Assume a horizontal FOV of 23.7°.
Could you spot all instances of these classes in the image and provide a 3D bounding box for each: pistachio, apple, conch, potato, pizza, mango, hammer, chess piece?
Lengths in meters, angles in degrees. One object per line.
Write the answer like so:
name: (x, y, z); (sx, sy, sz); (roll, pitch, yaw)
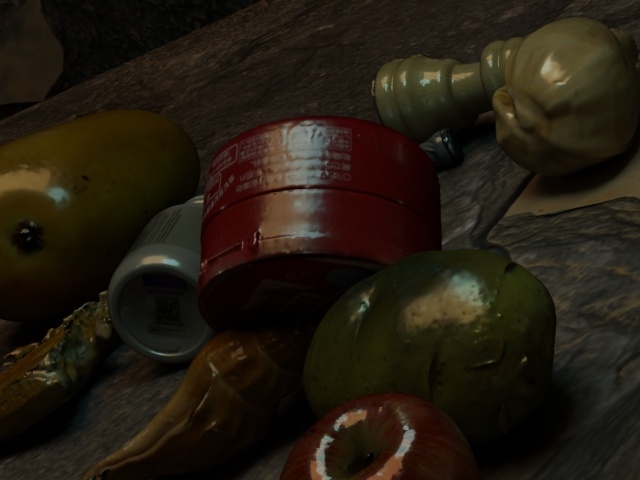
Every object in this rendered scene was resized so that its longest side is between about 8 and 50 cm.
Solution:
pistachio: (0.266, -0.153, 1.600); (0.157, 0.157, 0.229); (-17, 16, 30)
apple: (0.042, 0.183, 1.034); (0.146, 0.131, 0.146); (-17, 33, 11)
conch: (-0.112, 0.171, 1.378); (0.330, 0.093, 0.109); (-43, 32, 22)
potato: (0.086, 0.090, 1.210); (0.248, 0.143, 0.169); (-21, 21, 48)
pizza: (-0.303, 0.140, 1.742); (0.189, 0.071, 0.297); (-35, 12, 20)
mango: (-0.323, -0.048, 2.035); (0.300, 0.232, 0.445); (-23, 9, 31)
hammer: (0.073, -0.011, 1.649); (0.152, 0.044, 0.427); (-24, 19, 16)
chess piece: (0.228, -0.189, 1.804); (0.307, 0.139, 0.124); (-11, 43, 29)

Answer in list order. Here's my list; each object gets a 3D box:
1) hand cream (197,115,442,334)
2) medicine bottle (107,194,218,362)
hand cream: (0.000, 0.000, 1.378); (0.230, 0.230, 0.149); (-18, 58, 28)
medicine bottle: (-0.146, 0.032, 1.695); (0.135, 0.135, 0.215); (-21, 19, 20)
